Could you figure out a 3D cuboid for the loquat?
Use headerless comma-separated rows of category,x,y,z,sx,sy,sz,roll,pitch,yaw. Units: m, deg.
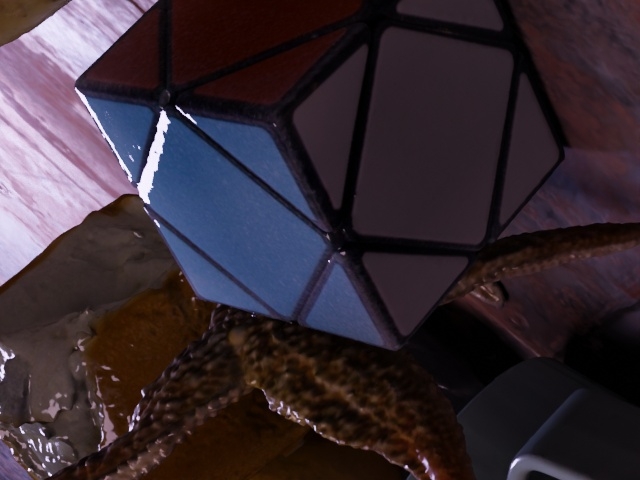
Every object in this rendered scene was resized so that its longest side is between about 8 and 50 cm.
loquat,-0.015,0.260,1.819,0.208,0.208,0.208,32,152,19

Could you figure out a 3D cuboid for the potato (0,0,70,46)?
potato,-0.286,-0.242,1.421,0.285,0.242,0.242,38,154,1

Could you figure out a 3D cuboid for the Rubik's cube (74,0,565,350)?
Rubik's cube,0.003,-0.079,1.277,0.205,0.207,0.205,12,141,44

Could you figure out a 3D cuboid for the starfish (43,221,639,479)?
starfish,0.018,0.088,1.340,0.383,0.398,0.132,6,122,41

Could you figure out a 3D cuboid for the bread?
bread,-0.158,0.106,1.721,0.225,0.279,0.250,29,153,54

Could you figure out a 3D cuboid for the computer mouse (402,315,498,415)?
computer mouse,0.056,0.094,1.595,0.217,0.073,0.122,12,155,15

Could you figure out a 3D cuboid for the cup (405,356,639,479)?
cup,0.264,0.261,1.388,0.392,0.310,0.401,34,124,24
